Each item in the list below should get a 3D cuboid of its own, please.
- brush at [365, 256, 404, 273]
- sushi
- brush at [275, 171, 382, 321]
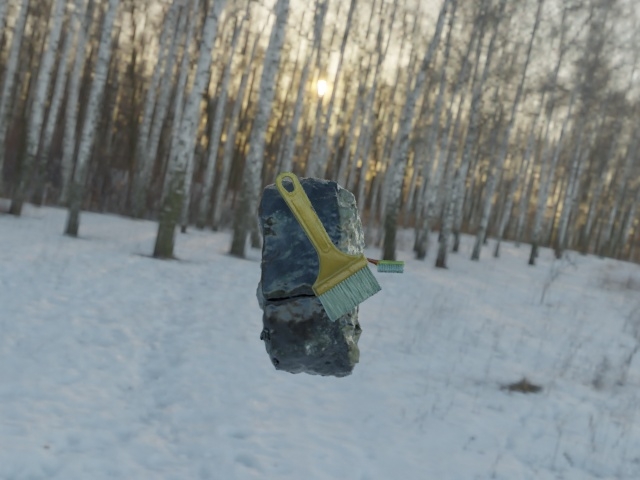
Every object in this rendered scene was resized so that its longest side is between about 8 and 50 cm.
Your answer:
[{"bbox_3d":[0.089,0.038,1.386,0.083,0.021,0.019,8,-18,4],"label":"brush"},{"bbox_3d":[-0.010,0.055,1.526,0.171,0.350,0.211,-5,-24,12],"label":"sushi"},{"bbox_3d":[0.000,0.000,1.158,0.083,0.205,0.011,-32,12,-11],"label":"brush"}]
